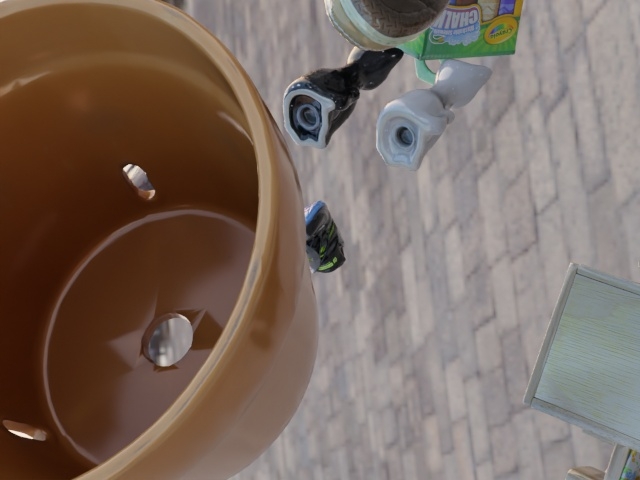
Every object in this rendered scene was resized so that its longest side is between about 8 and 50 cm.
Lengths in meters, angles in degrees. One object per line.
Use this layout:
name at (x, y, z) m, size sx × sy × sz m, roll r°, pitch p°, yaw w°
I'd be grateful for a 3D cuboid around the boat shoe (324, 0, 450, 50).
boat shoe at (0.031, -0.149, 0.653) m, size 0.068 × 0.072 × 0.190 m, roll 50°, pitch -146°, yaw -18°

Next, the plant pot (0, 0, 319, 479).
plant pot at (-0.125, 0.033, 0.690) m, size 0.203 × 0.290 × 0.291 m, roll 49°, pitch -152°, yaw -60°

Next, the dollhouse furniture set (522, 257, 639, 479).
dollhouse furniture set at (0.272, 0.098, 0.817) m, size 0.161 × 0.242 × 0.212 m, roll 21°, pitch 94°, yaw 35°

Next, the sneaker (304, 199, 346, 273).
sneaker at (0.000, 0.000, 1.528) m, size 0.078 × 0.067 × 0.188 m, roll 58°, pitch -175°, yaw 14°

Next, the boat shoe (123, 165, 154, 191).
boat shoe at (-0.232, -0.038, 1.332) m, size 0.342 × 0.123 × 0.123 m, roll 3°, pitch 115°, yaw 65°

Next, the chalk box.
chalk box at (0.166, -0.355, 1.686) m, size 0.180 × 0.179 × 0.289 m, roll 34°, pitch 124°, yaw 49°

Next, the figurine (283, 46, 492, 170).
figurine at (0.094, -0.190, 1.538) m, size 0.209 × 0.214 × 0.092 m, roll -48°, pitch -36°, yaw -45°
